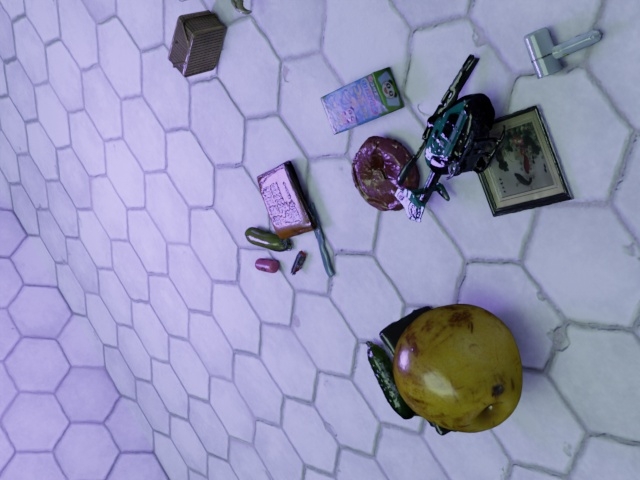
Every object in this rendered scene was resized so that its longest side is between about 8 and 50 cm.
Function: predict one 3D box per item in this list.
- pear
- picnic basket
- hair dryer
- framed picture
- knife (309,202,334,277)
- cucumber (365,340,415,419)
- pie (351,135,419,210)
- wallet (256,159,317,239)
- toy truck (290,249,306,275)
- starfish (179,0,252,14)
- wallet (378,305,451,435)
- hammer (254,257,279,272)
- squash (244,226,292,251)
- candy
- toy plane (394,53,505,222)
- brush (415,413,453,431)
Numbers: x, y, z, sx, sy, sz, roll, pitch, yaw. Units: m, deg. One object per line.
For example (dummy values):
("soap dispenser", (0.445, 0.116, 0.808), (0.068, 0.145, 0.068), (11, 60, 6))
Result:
("pear", (0.295, 0.272, 1.667), (0.281, 0.281, 0.280), (27, 129, 39))
("picnic basket", (-0.330, -0.524, 2.080), (0.079, 0.115, 0.164), (47, 140, 18))
("hair dryer", (0.426, -0.342, 1.356), (0.137, 0.047, 0.082), (-15, 97, 46))
("framed picture", (0.383, -0.152, 1.537), (0.199, 0.010, 0.195), (-14, 99, 52))
("knife", (0.000, 0.000, 2.069), (0.028, 0.015, 0.210), (0, 109, 57))
("cucumber", (0.179, 0.360, 2.024), (0.227, 0.069, 0.069), (62, 143, 12))
("pie", (0.148, -0.151, 1.779), (0.182, 0.050, 0.182), (23, 127, 34))
("wallet", (-0.095, -0.104, 2.087), (0.161, 0.042, 0.195), (-17, 94, 56))
("toy truck", (-0.063, 0.063, 2.165), (0.024, 0.032, 0.083), (43, 139, 19))
("starfish", (-0.265, -0.734, 1.916), (0.358, 0.078, 0.347), (36, 134, 32))
("wallet", (0.266, 0.301, 1.827), (0.285, 0.146, 0.030), (59, 170, 8))
("hammer", (-0.156, 0.074, 2.274), (0.083, 0.043, 0.043), (8, 116, 46))
("squash", (-0.152, -0.001, 2.222), (0.183, 0.052, 0.052), (17, 123, 40))
("candy", (0.091, -0.311, 1.750), (0.194, 0.062, 0.097), (-14, 98, 51))
("toy plane", (0.255, -0.177, 1.586), (0.155, 0.106, 0.381), (53, 140, 32))
("brush", (0.272, 0.449, 1.998), (0.193, 0.016, 0.062), (-1, 102, 51))
